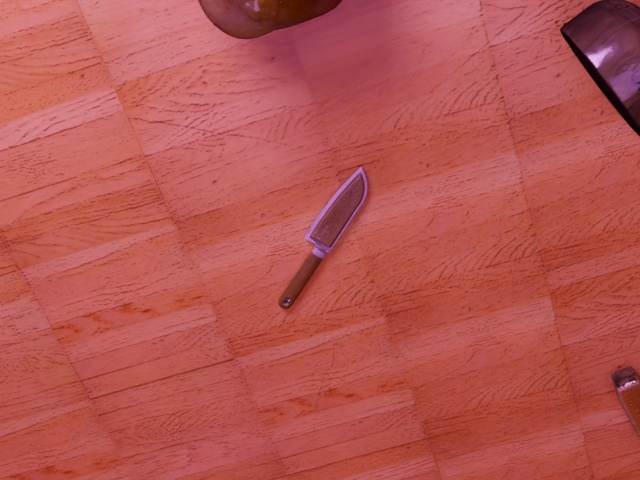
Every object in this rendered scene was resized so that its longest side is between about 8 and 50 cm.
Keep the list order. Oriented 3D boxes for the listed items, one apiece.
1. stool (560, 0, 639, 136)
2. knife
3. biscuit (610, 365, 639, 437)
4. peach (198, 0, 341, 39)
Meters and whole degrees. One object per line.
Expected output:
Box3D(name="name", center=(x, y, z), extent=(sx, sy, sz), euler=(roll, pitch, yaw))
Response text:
Box3D(name="stool", center=(0.454, -0.274, 1.087), extent=(0.264, 0.179, 0.179), euler=(-38, 111, 16))
Box3D(name="knife", center=(0.000, 0.000, 1.304), extent=(0.046, 0.022, 0.256), euler=(29, 112, -10))
Box3D(name="biscuit", center=(0.524, 0.281, 1.430), extent=(0.052, 0.056, 0.188), euler=(-28, 114, 16))
Box3D(name="peach", center=(-0.072, -0.356, 1.027), extent=(0.214, 0.214, 0.236), euler=(-24, 107, 11))
